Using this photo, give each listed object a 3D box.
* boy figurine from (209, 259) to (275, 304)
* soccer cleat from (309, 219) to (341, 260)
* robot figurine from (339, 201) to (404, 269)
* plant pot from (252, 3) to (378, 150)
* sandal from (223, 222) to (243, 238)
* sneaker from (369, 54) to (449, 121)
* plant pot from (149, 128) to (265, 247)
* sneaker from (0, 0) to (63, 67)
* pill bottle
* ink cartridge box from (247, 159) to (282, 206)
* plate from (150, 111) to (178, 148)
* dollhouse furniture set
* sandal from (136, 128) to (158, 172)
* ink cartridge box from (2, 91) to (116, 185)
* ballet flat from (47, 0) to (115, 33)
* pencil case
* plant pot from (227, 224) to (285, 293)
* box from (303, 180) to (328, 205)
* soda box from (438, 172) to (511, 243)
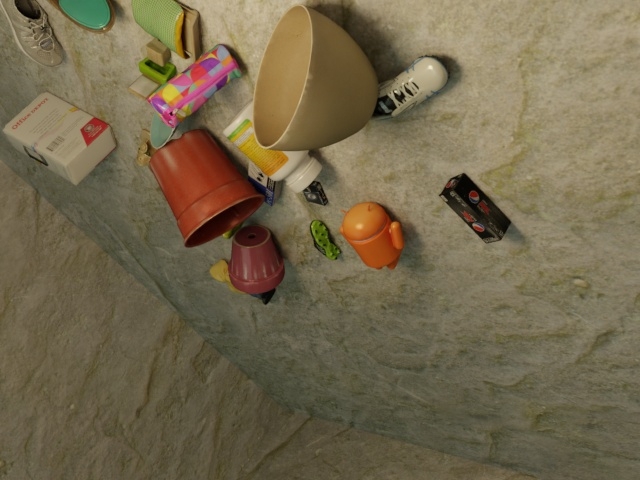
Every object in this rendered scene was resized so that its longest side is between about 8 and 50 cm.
[{"bbox_3d":[-0.323,0.168,2.708,0.285,0.092,0.177,23,152,26],"label":"boy figurine"},{"bbox_3d":[0.000,0.000,2.053,0.072,0.060,0.179,15,151,39],"label":"soccer cleat"},{"bbox_3d":[0.142,-0.015,1.773,0.219,0.128,0.158,54,177,-35],"label":"robot figurine"},{"bbox_3d":[0.002,-0.303,1.331,0.191,0.284,0.284,10,166,-26],"label":"plant pot"},{"bbox_3d":[-0.338,-0.118,2.200,0.138,0.126,0.317,35,154,10],"label":"sandal"},{"bbox_3d":[0.164,-0.291,1.313,0.085,0.086,0.237,45,152,-15],"label":"sneaker"},{"bbox_3d":[-0.347,-0.163,1.937,0.265,0.272,0.272,57,155,6],"label":"plant pot"},{"bbox_3d":[-0.852,-0.630,1.958,0.115,0.105,0.281,16,148,36],"label":"sneaker"},{"bbox_3d":[-0.116,-0.239,1.688,0.246,0.136,0.136,43,154,-16],"label":"pill bottle"},{"bbox_3d":[-0.161,-0.186,1.943,0.097,0.046,0.207,33,155,8],"label":"ink cartridge box"},{"bbox_3d":[-0.428,-0.345,1.866,0.024,0.188,0.188,17,168,-36],"label":"plate"},{"bbox_3d":[-0.409,-0.461,1.649,0.198,0.151,0.301,31,154,9],"label":"dollhouse furniture set"},{"bbox_3d":[-0.593,-0.277,2.281,0.088,0.079,0.240,30,154,11],"label":"sandal"},{"bbox_3d":[-0.926,-0.367,2.368,0.306,0.226,0.131,28,153,17],"label":"ink cartridge box"},{"bbox_3d":[-0.655,-0.633,1.726,0.342,0.116,0.124,33,175,7],"label":"ballet flat"},{"bbox_3d":[-0.298,-0.364,1.578,0.104,0.236,0.104,43,166,13],"label":"pencil case"},{"bbox_3d":[-0.229,0.053,2.293,0.201,0.201,0.180,21,136,28],"label":"plant pot"},{"bbox_3d":[-0.021,-0.138,1.883,0.067,0.018,0.083,17,150,33],"label":"box"},{"bbox_3d":[0.348,-0.071,1.493,0.169,0.060,0.053,43,153,-15],"label":"soda box"}]
